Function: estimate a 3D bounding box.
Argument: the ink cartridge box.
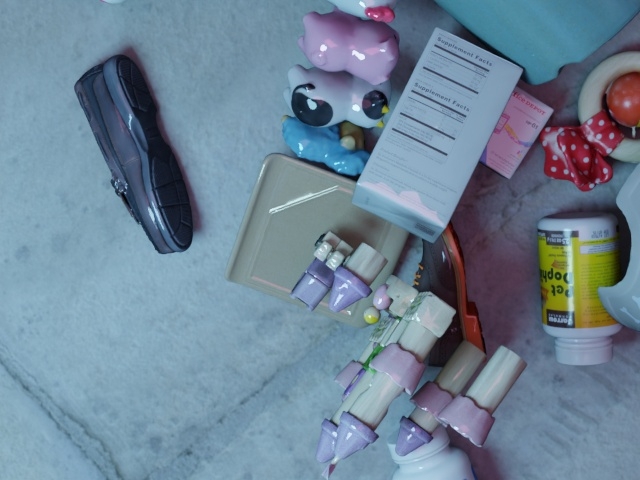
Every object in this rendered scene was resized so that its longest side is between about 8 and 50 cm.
[{"bbox_3d":[0.271,-0.165,1.622,0.088,0.052,0.122,31,95,-2],"label":"ink cartridge box"}]

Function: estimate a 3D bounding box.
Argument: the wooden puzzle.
[{"bbox_3d":[0.000,0.000,1.628,0.238,0.044,0.221,19,115,-5],"label":"wooden puzzle"}]

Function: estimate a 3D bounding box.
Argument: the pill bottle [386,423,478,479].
[{"bbox_3d":[0.180,0.385,1.647,0.124,0.124,0.222,-21,95,3],"label":"pill bottle"}]

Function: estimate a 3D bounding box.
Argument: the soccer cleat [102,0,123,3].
[{"bbox_3d":[-0.302,-0.494,1.492,0.143,0.116,0.331,-15,91,37],"label":"soccer cleat"}]

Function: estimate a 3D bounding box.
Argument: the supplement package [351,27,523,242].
[{"bbox_3d":[0.157,-0.141,1.512,0.133,0.139,0.244,27,82,3],"label":"supplement package"}]

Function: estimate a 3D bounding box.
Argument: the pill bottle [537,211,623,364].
[{"bbox_3d":[0.381,0.069,1.612,0.117,0.117,0.215,-4,96,1],"label":"pill bottle"}]

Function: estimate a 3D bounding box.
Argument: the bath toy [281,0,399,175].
[{"bbox_3d":[0.045,-0.242,1.487,0.151,0.348,0.129,-21,58,-25],"label":"bath toy"}]

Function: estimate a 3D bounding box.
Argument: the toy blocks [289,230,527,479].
[{"bbox_3d":[0.058,0.179,1.464,0.309,0.288,0.260,37,85,-2],"label":"toy blocks"}]

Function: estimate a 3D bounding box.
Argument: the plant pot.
[{"bbox_3d":[0.264,-0.412,1.476,0.334,0.341,0.341,44,95,-12],"label":"plant pot"}]

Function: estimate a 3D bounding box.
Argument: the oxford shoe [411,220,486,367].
[{"bbox_3d":[0.170,0.061,1.629,0.098,0.097,0.271,-14,95,10],"label":"oxford shoe"}]

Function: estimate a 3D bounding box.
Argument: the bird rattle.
[{"bbox_3d":[0.450,-0.172,1.608,0.253,0.143,0.207,2,85,14],"label":"bird rattle"}]

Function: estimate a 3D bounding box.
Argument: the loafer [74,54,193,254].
[{"bbox_3d":[-0.275,-0.117,1.623,0.095,0.109,0.303,-19,89,22],"label":"loafer"}]

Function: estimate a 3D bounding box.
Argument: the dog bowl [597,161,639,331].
[{"bbox_3d":[0.545,-0.002,1.516,0.348,0.102,0.349,-15,124,-24],"label":"dog bowl"}]
